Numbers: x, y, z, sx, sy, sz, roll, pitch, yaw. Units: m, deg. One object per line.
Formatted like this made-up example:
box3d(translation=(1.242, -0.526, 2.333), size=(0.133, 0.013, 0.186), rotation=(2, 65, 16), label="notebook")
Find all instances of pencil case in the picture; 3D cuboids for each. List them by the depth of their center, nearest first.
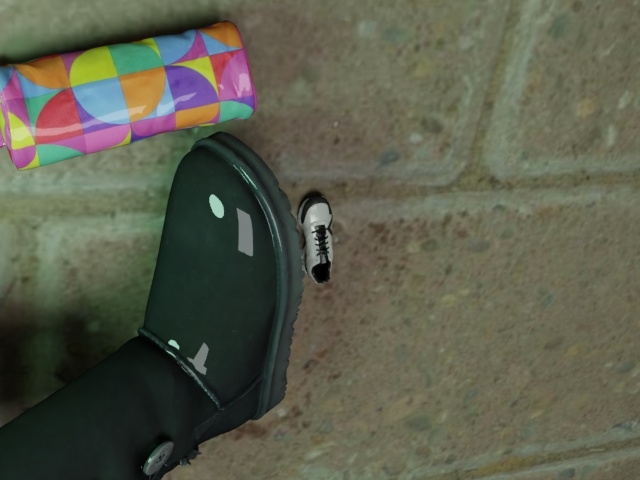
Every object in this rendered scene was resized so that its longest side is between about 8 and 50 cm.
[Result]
box3d(translation=(-0.178, -0.131, 0.893), size=(0.236, 0.104, 0.104), rotation=(-14, 127, -15), label="pencil case")

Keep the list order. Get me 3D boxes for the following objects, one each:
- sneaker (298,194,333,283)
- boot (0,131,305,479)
box3d(translation=(0.000, 0.000, 1.102), size=(0.040, 0.044, 0.109), rotation=(-13, 125, -15), label="sneaker")
box3d(translation=(-0.217, 0.142, 0.919), size=(0.445, 0.146, 0.367), rotation=(-32, 135, -35), label="boot")
